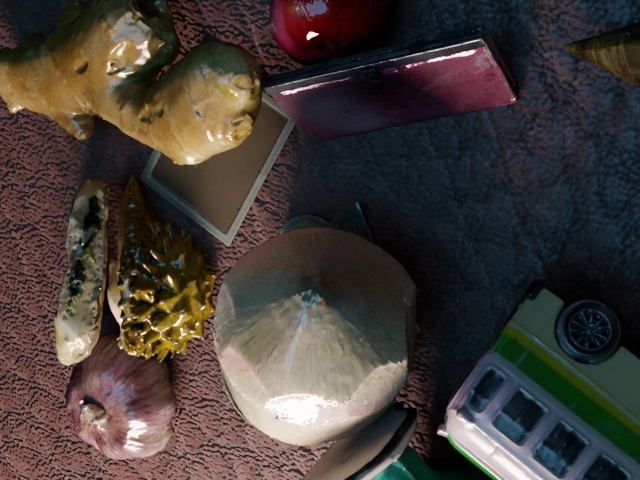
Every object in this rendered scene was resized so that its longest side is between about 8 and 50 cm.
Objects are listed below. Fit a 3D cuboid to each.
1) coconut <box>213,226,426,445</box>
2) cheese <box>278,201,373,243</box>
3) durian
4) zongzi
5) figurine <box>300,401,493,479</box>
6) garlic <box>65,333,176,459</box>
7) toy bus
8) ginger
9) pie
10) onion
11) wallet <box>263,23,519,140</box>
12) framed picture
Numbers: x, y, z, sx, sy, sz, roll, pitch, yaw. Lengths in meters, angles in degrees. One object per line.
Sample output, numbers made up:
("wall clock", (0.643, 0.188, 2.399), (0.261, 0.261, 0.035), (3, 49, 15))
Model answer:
("coconut", (-0.003, 0.096, 1.031), (0.224, 0.224, 0.234), (45, 154, 9))
("cheese", (0.000, 0.000, 1.131), (0.120, 0.026, 0.067), (-17, 95, 27))
("durian", (-0.204, 0.029, 1.191), (0.140, 0.078, 0.224), (-18, 84, 13))
("zongzi", (0.332, -0.119, 0.923), (0.184, 0.084, 0.187), (-13, 101, 42))
("figurine", (0.137, 0.348, 1.054), (0.340, 0.231, 0.323), (50, 145, -3))
("garlic", (-0.248, 0.198, 1.255), (0.147, 0.102, 0.159), (2, 104, 24))
("toy bus", (0.270, 0.196, 0.943), (0.305, 0.143, 0.179), (38, 78, 11))
("ginger", (-0.218, -0.189, 1.126), (0.348, 0.122, 0.363), (-43, 71, 36))
("pie", (-0.278, 0.039, 1.203), (0.052, 0.185, 0.218), (4, 81, -10))
("onion", (0.010, -0.230, 1.016), (0.131, 0.131, 0.131), (6, 105, 24))
("wallet", (0.071, -0.151, 1.020), (0.232, 0.119, 0.025), (-9, 63, 27))
("framed picture", (-0.118, -0.105, 1.171), (0.142, 0.011, 0.183), (36, 115, 14))
